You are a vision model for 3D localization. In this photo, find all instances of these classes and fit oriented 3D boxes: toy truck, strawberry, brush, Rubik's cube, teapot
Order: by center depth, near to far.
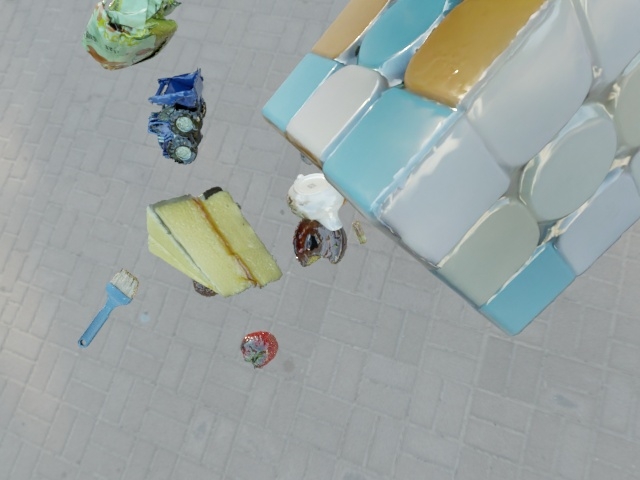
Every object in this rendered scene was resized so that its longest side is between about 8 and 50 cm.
[{"bbox_3d":[0.190,-0.149,0.536,0.346,0.347,0.344,-47,40,8],"label":"Rubik's cube"},{"bbox_3d":[-0.381,0.126,0.730,0.051,0.014,0.164,39,96,4],"label":"brush"},{"bbox_3d":[-0.337,-0.297,0.967,0.126,0.208,0.113,11,38,-16],"label":"toy truck"},{"bbox_3d":[-0.166,0.293,1.130,0.106,0.106,0.106,-3,77,11],"label":"strawberry"},{"bbox_3d":[-0.020,-0.150,1.451,0.204,0.139,0.298,-26,40,-12],"label":"teapot"}]

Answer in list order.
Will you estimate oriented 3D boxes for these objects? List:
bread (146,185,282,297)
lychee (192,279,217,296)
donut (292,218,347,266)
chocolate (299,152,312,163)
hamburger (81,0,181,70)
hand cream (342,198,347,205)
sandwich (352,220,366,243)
[{"bbox_3d":[-0.346,0.013,1.462,0.404,0.345,0.242,33,126,11],"label":"bread"},{"bbox_3d":[-0.450,0.121,1.805,0.235,0.236,0.271,30,74,16],"label":"lychee"},{"bbox_3d":[0.001,0.000,1.589,0.230,0.096,0.216,-20,78,33],"label":"donut"},{"bbox_3d":[-0.051,-0.459,1.994,0.110,0.248,0.110,-1,66,1],"label":"chocolate"},{"bbox_3d":[-0.411,-0.490,0.943,0.214,0.235,0.125,0,120,40],"label":"hamburger"},{"bbox_3d":[0.003,-0.136,1.722,0.089,0.314,0.140,8,78,-25],"label":"hand cream"},{"bbox_3d":[0.174,-0.026,1.831,0.035,0.093,0.105,-20,62,-1],"label":"sandwich"}]
